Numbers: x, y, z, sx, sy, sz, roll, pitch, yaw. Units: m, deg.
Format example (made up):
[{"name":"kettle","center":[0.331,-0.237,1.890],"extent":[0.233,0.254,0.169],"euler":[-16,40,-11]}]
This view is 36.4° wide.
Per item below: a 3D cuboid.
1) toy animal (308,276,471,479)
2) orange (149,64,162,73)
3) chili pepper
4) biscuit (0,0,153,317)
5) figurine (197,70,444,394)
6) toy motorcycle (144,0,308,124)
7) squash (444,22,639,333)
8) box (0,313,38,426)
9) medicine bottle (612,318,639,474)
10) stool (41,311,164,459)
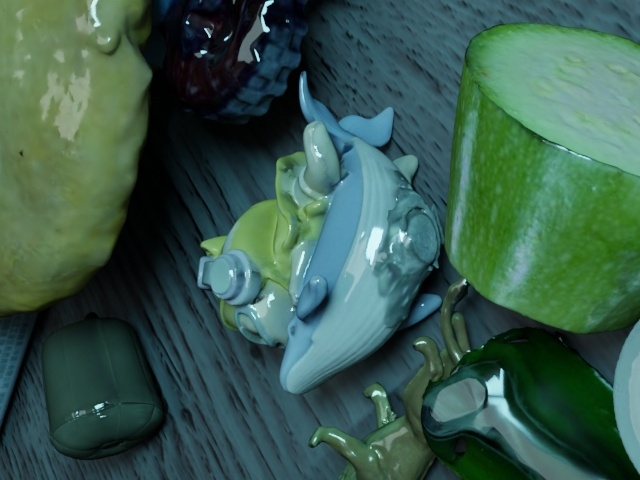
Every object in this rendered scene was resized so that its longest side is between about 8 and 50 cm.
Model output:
[{"name":"toy animal","center":[0.050,0.116,0.646],"extent":[0.086,0.069,0.220],"euler":[27,110,20]},{"name":"orange","center":[-0.171,-0.204,0.815],"extent":[0.156,0.134,0.157],"euler":[-2,64,4]},{"name":"chili pepper","center":[0.155,0.134,0.553],"extent":[0.216,0.062,0.108],"euler":[37,102,29]},{"name":"biscuit","center":[-0.281,-0.141,0.750],"extent":[0.446,0.104,0.430],"euler":[11,100,43]},{"name":"figurine","center":[0.000,0.000,0.658],"extent":[0.183,0.128,0.209],"euler":[1,80,43]},{"name":"toy motorcycle","center":[-0.036,-0.296,0.680],"extent":[0.232,0.172,0.416],"euler":[33,109,43]},{"name":"squash","center":[0.142,-0.031,0.518],"extent":[0.170,0.170,0.123],"euler":[38,125,35]},{"name":"box","center":[-0.352,0.014,0.962],"extent":[0.190,0.112,0.370],"euler":[31,108,36]},{"name":"medicine bottle","center":[0.213,0.067,0.437],"extent":[0.105,0.168,0.105],"euler":[-3,85,41]},{"name":"stool","center":[-0.188,0.124,0.827],"extent":[0.096,0.096,0.110],"euler":[-38,58,32]}]
